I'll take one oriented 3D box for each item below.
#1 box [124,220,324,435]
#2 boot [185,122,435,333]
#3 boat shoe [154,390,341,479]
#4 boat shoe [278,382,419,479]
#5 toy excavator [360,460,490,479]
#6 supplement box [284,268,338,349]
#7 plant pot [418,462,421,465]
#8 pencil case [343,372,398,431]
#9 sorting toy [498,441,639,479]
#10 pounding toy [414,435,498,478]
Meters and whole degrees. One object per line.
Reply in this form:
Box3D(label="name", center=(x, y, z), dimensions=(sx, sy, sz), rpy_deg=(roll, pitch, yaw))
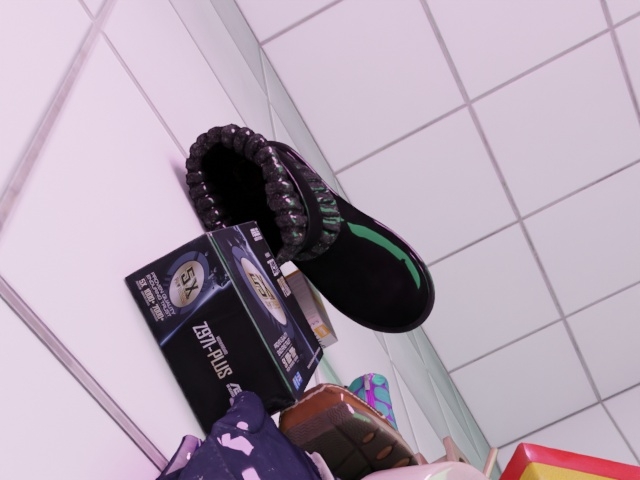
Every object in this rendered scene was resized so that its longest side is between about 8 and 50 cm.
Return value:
Box3D(label="box", center=(-0.072, 0.068, 0.677), dimensions=(0.147, 0.077, 0.180), rpy_deg=(62, 8, 0))
Box3D(label="boot", center=(-0.004, 0.003, 0.961), dimensions=(0.348, 0.131, 0.260), rpy_deg=(40, 6, 2))
Box3D(label="boat shoe", center=(-0.042, 0.199, 0.381), dimensions=(0.158, 0.127, 0.340), rpy_deg=(47, 9, -6))
Box3D(label="boat shoe", center=(0.031, 0.220, 0.754), dimensions=(0.120, 0.122, 0.324), rpy_deg=(60, -2, 42))
Box3D(label="toy excavator", center=(0.188, 0.426, 0.609), dimensions=(0.445, 0.222, 0.433), rpy_deg=(28, 55, -35))
Box3D(label="supplement box", center=(-0.016, 0.096, 1.085), dimensions=(0.062, 0.036, 0.098), rpy_deg=(52, 12, -51))
Box3D(label="plant pot", center=(0.097, 0.318, 0.974), dimensions=(0.079, 0.083, 0.083), rpy_deg=(73, -4, -56))
Box3D(label="pencil case", center=(0.072, 0.243, 1.070), dimensions=(0.152, 0.064, 0.070), rpy_deg=(-100, 177, -66))
Box3D(label="sorting toy", center=(0.171, 0.241, 0.447), dimensions=(0.257, 0.255, 0.089), rpy_deg=(14, 25, -12))
Box3D(label="pounding toy", center=(0.264, 0.435, 1.333), dimensions=(0.154, 0.155, 0.269), rpy_deg=(57, 9, -11))
